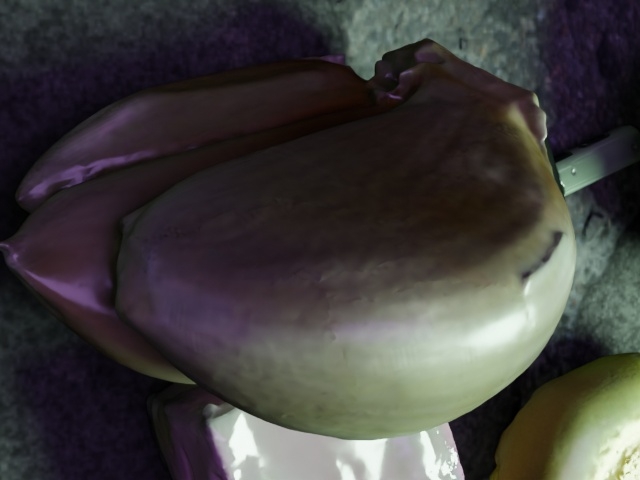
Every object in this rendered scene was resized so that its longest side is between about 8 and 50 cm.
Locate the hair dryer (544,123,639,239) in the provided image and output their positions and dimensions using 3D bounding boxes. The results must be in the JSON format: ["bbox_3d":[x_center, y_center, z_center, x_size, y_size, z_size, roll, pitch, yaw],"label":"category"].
[{"bbox_3d":[0.184,-0.060,0.967,0.197,0.057,0.100,-23,103,-35],"label":"hair dryer"}]

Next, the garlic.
[{"bbox_3d":[-0.001,-0.001,0.750,0.325,0.279,0.132,-31,131,-32],"label":"garlic"}]

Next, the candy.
[{"bbox_3d":[0.011,0.184,0.841,0.155,0.115,0.265,-23,101,-24],"label":"candy"}]

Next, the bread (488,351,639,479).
[{"bbox_3d":[0.206,0.170,0.952,0.213,0.104,0.213,-3,95,-33],"label":"bread"}]
